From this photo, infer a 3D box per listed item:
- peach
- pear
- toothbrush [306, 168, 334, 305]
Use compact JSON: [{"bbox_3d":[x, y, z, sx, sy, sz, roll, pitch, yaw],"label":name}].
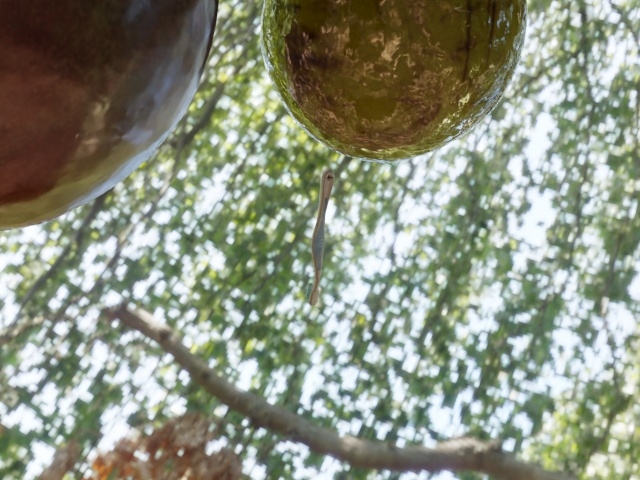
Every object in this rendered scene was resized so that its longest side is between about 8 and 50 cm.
[{"bbox_3d":[-0.174,-0.131,0.574,0.252,0.252,0.252,16,-41,14],"label":"peach"},{"bbox_3d":[0.069,-0.222,1.112,0.283,0.284,0.284,16,-41,14],"label":"pear"},{"bbox_3d":[0.000,0.000,1.050,0.017,0.014,0.162,52,-34,39],"label":"toothbrush"}]
